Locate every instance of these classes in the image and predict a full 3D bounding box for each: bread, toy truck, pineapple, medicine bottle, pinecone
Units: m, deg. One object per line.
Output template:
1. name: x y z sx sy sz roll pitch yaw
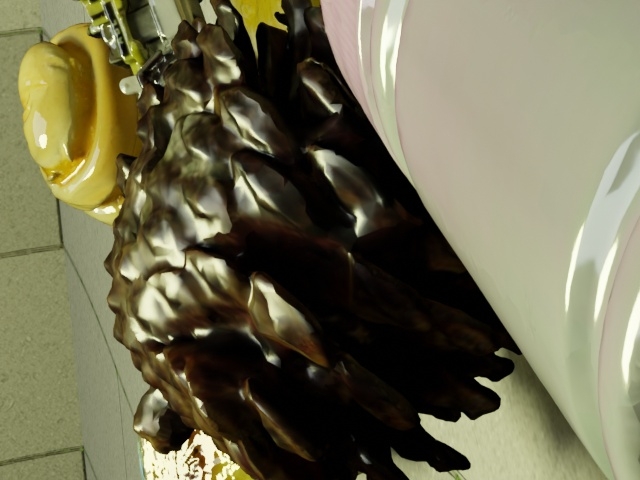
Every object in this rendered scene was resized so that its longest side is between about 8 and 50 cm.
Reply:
1. bread: -0.142 -0.081 1.480 0.311 0.121 0.173 28 -130 -63
2. toy truck: -0.115 -0.144 1.323 0.286 0.111 0.136 67 -166 8
3. pineapple: -0.047 0.146 1.321 0.236 0.186 0.115 140 120 -64
4. medicine bottle: 0.130 -0.046 0.550 0.316 0.202 0.202 -117 24 -58
5. pinecone: 0.006 -0.001 0.938 0.296 0.242 0.298 -67 28 14

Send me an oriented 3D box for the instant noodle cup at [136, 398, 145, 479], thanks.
1. instant noodle cup: -0.078 0.203 1.532 0.205 0.153 0.205 173 90 -76

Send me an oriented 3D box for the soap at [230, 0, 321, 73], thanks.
1. soap: -0.008 -0.223 1.194 0.257 0.080 0.160 149 108 -74
